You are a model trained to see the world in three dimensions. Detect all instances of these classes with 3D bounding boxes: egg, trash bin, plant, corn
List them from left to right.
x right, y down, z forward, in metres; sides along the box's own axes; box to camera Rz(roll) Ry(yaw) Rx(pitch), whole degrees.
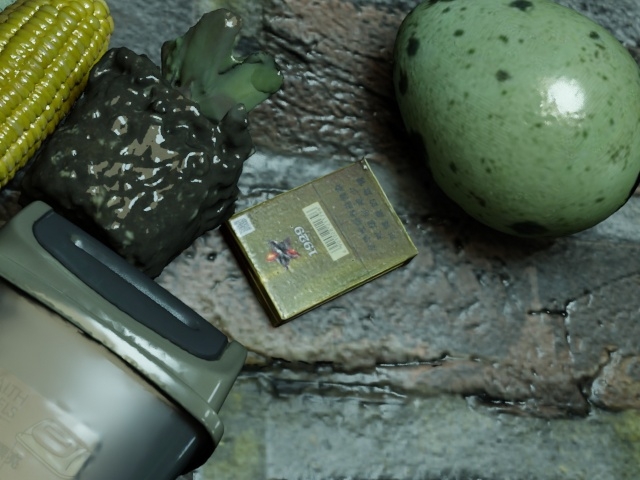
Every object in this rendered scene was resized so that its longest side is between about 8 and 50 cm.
[{"bbox_3d":[-0.248,-0.083,1.162,0.101,0.101,0.291,38,56,-2],"label":"corn"},{"bbox_3d":[-0.194,0.133,1.040,0.209,0.182,0.290,37,66,-4],"label":"trash bin"},{"bbox_3d":[-0.115,-0.067,1.183,0.131,0.142,0.203,29,68,8],"label":"plant"},{"bbox_3d":[0.151,-0.104,1.273,0.228,0.177,0.177,41,59,14],"label":"egg"}]

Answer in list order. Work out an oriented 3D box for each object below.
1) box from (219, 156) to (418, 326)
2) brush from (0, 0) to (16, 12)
[{"bbox_3d":[0.000,0.000,1.256,0.133,0.023,0.090,-26,77,-28],"label":"box"},{"bbox_3d":[-0.322,-0.229,1.240,0.205,0.011,0.083,46,61,4],"label":"brush"}]
